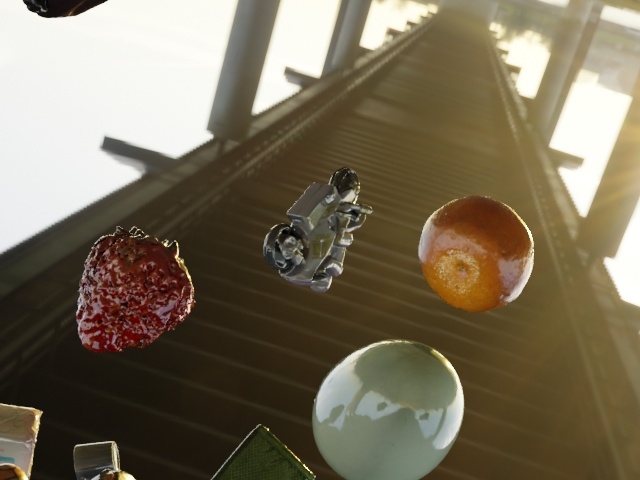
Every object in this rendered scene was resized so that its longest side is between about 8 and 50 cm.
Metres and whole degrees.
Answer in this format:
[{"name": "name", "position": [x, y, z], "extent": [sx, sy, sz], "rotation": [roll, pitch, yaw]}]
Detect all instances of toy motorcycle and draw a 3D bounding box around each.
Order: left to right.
[{"name": "toy motorcycle", "position": [0.000, 0.000, 1.309], "extent": [0.073, 0.152, 0.225], "rotation": [12, -140, 35]}]

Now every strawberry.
[{"name": "strawberry", "position": [-0.283, 0.077, 1.331], "extent": [0.187, 0.201, 0.184], "rotation": [36, 171, 38]}]

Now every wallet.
[{"name": "wallet", "position": [-0.136, 0.493, 1.735], "extent": [0.160, 0.055, 0.236], "rotation": [47, -123, -6]}]

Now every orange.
[{"name": "orange", "position": [0.293, 0.022, 1.662], "extent": [0.224, 0.224, 0.170], "rotation": [24, -141, 23]}]

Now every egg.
[{"name": "egg", "position": [0.108, 0.278, 1.448], "extent": [0.230, 0.230, 0.371], "rotation": [14, 155, -7]}]

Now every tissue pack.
[{"name": "tissue pack", "position": [-0.709, 0.415, 1.784], "extent": [0.271, 0.201, 0.124], "rotation": [12, -148, -15]}]

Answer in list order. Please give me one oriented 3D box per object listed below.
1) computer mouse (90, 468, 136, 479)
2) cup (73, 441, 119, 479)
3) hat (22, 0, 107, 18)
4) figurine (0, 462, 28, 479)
[{"name": "computer mouse", "position": [-0.341, 0.481, 1.337], "extent": [0.116, 0.183, 0.323], "rotation": [1, -155, 19]}, {"name": "cup", "position": [-0.453, 0.458, 1.819], "extent": [0.077, 0.078, 0.100], "rotation": [-9, -135, -3]}, {"name": "hat", "position": [-0.363, -0.532, 1.517], "extent": [0.209, 0.238, 0.336], "rotation": [3, -125, 23]}, {"name": "figurine", "position": [-0.389, 0.341, 1.007], "extent": [0.236, 0.133, 0.176], "rotation": [5, -135, -52]}]
